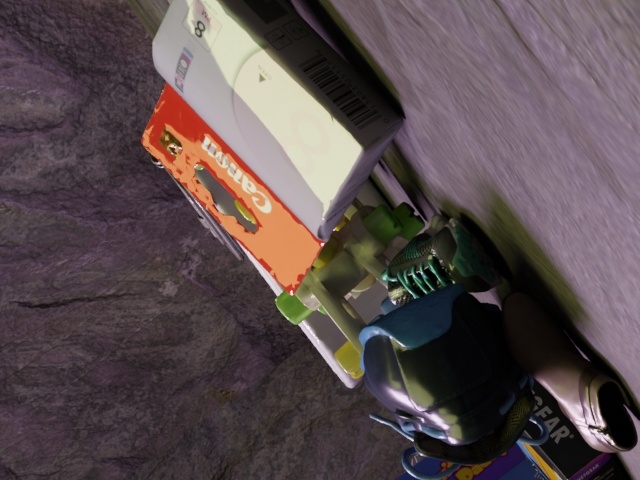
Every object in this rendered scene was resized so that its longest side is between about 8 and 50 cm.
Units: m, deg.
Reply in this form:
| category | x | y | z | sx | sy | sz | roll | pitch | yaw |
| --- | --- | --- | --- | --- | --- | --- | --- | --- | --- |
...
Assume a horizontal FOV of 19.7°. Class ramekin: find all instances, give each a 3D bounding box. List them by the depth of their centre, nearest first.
| category | x | y | z | sx | sy | sz | roll | pitch | yaw |
| --- | --- | --- | --- | --- | --- | --- | --- | --- | --- |
| ramekin | 0.000 | 0.000 | 1.856 | 0.277 | 0.135 | 0.277 | 53 | 178 | 3 |

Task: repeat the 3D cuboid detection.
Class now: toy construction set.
| category | x | y | z | sx | sy | sz | roll | pitch | yaw |
| --- | --- | --- | --- | --- | --- | --- | --- | --- | --- |
| toy construction set | -0.029 | -0.056 | 1.527 | 0.327 | 0.151 | 0.215 | 60 | -169 | -13 |

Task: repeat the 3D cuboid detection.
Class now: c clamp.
| category | x | y | z | sx | sy | sz | roll | pitch | yaw |
| --- | --- | --- | --- | --- | --- | --- | --- | --- | --- |
| c clamp | -0.125 | -0.040 | 1.816 | 0.137 | 0.022 | 0.160 | 52 | 177 | 39 |

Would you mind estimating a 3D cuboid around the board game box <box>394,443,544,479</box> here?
| category | x | y | z | sx | sy | sz | roll | pitch | yaw |
| --- | --- | --- | --- | --- | --- | --- | --- | --- | --- |
| board game box | 0.184 | 0.337 | 1.871 | 0.078 | 0.233 | 0.347 | 50 | 175 | 48 |

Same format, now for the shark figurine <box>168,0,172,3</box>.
| category | x | y | z | sx | sy | sz | roll | pitch | yaw |
| --- | --- | --- | --- | --- | --- | --- | --- | --- | --- |
| shark figurine | -0.130 | -0.184 | 2.026 | 0.278 | 0.116 | 0.166 | 52 | 176 | -9 |

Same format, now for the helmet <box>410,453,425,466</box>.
| category | x | y | z | sx | sy | sz | roll | pitch | yaw |
| --- | --- | --- | --- | --- | --- | --- | --- | --- | --- |
| helmet | 0.178 | 0.288 | 2.110 | 0.161 | 0.169 | 0.169 | 36 | 172 | 16 |

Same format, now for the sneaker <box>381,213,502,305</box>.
| category | x | y | z | sx | sy | sz | roll | pitch | yaw |
| --- | --- | --- | --- | --- | --- | --- | --- | --- | --- |
| sneaker | 0.086 | 0.026 | 1.388 | 0.065 | 0.076 | 0.166 | 53 | 177 | -3 |

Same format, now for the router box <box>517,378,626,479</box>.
| category | x | y | z | sx | sy | sz | roll | pitch | yaw |
| --- | --- | --- | --- | --- | --- | --- | --- | --- | --- |
| router box | 0.206 | 0.180 | 1.562 | 0.133 | 0.046 | 0.179 | 56 | 176 | -36 |

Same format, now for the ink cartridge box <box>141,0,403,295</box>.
| category | x | y | z | sx | sy | sz | roll | pitch | yaw |
| --- | --- | --- | --- | --- | --- | --- | --- | --- | --- |
| ink cartridge box | -0.057 | -0.074 | 1.380 | 0.189 | 0.066 | 0.232 | 46 | 135 | 12 |

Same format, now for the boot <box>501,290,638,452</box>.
| category | x | y | z | sx | sy | sz | roll | pitch | yaw |
| --- | --- | --- | --- | --- | --- | --- | --- | --- | --- |
| boot | 0.171 | 0.089 | 1.236 | 0.118 | 0.042 | 0.087 | 56 | 169 | -17 |

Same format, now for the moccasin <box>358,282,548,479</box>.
| category | x | y | z | sx | sy | sz | roll | pitch | yaw |
| --- | --- | --- | --- | --- | --- | --- | --- | --- | --- |
| moccasin | 0.092 | 0.118 | 1.366 | 0.116 | 0.138 | 0.342 | 64 | -171 | 11 |
